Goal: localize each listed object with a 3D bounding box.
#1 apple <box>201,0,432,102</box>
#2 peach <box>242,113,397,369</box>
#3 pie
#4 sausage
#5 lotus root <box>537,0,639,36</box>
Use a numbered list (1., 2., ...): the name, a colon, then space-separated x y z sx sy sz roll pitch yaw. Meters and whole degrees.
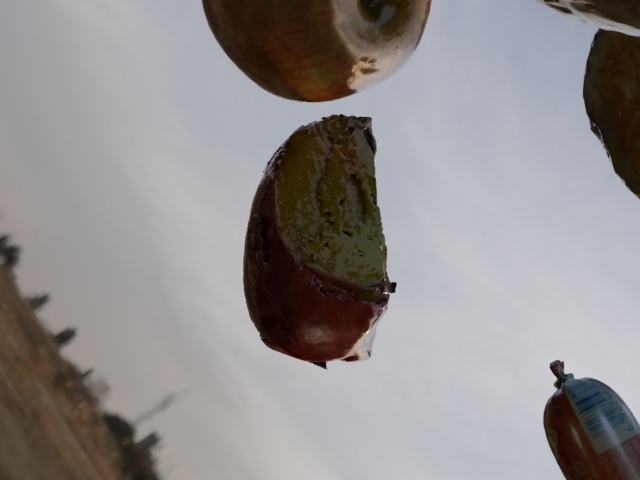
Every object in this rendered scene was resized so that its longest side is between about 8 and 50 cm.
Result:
1. apple: -0.001 -0.155 0.773 0.131 0.146 0.146 27 -33 51
2. peach: -0.006 0.000 0.835 0.127 0.092 0.172 124 -35 -76
3. pie: 0.447 -0.182 1.400 0.077 0.339 0.339 7 34 -49
4. sausage: 0.239 0.206 0.939 0.264 0.083 0.083 63 -13 13
5. lotus root: 0.205 -0.173 0.615 0.210 0.314 0.142 17 -48 65
